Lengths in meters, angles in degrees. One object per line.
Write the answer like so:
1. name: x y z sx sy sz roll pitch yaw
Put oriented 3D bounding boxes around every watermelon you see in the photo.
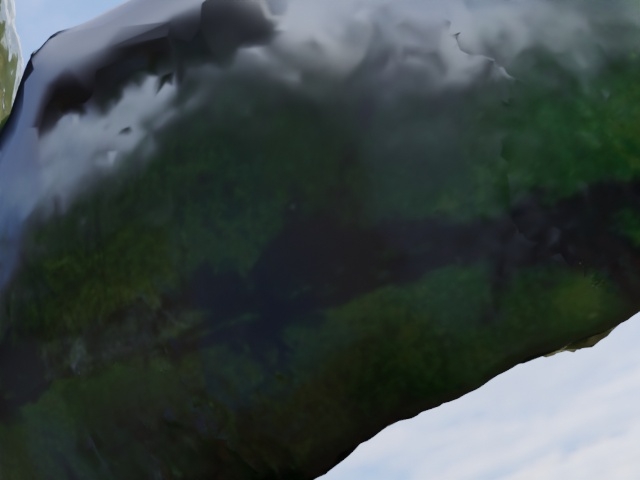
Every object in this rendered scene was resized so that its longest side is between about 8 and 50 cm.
1. watermelon: 0.000 0.000 0.461 0.301 0.123 0.129 -27 -16 24

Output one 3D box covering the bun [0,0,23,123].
1. bun: -0.215 -0.084 0.687 0.229 0.229 0.145 -21 11 6
